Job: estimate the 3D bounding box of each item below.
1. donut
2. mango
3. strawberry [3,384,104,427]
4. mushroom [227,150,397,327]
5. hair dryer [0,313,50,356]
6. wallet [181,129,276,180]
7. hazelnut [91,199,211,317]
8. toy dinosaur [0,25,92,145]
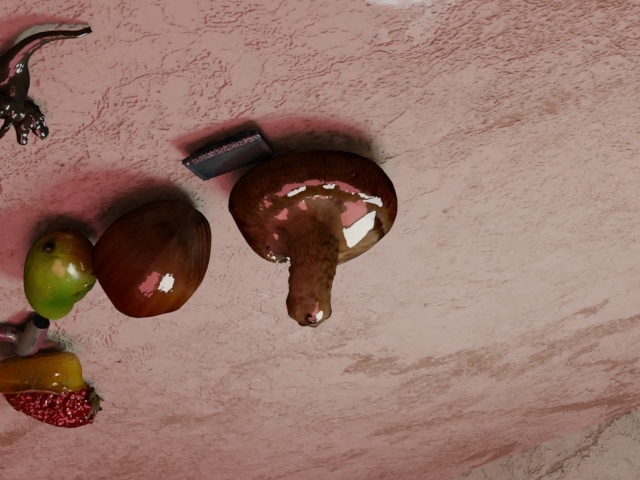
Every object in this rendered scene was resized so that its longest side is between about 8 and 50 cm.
[{"bbox_3d":[-0.568,0.265,1.983,0.190,0.075,0.174,-1,-179,0],"label":"donut"},{"bbox_3d":[-0.440,0.060,1.678,0.125,0.111,0.233,4,146,-11],"label":"mango"},{"bbox_3d":[-0.594,0.382,2.208,0.208,0.087,0.167,-7,151,-2],"label":"strawberry"},{"bbox_3d":[0.009,-0.030,1.583,0.267,0.254,0.267,-35,163,-12],"label":"mushroom"},{"bbox_3d":[-0.605,0.173,1.889,0.154,0.054,0.106,11,140,-25],"label":"hair dryer"},{"bbox_3d":[-0.141,-0.133,1.516,0.129,0.026,0.088,-19,160,11],"label":"wallet"},{"bbox_3d":[-0.278,0.024,1.618,0.186,0.210,0.210,5,156,22],"label":"hazelnut"},{"bbox_3d":[-0.387,-0.217,1.314,0.179,0.087,0.187,-43,172,-14],"label":"toy dinosaur"}]
